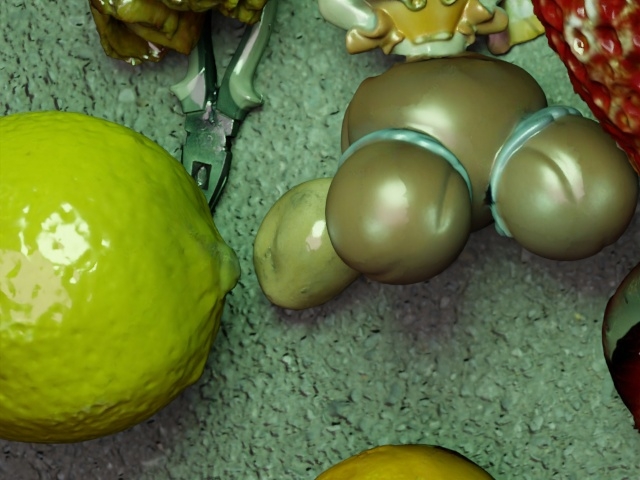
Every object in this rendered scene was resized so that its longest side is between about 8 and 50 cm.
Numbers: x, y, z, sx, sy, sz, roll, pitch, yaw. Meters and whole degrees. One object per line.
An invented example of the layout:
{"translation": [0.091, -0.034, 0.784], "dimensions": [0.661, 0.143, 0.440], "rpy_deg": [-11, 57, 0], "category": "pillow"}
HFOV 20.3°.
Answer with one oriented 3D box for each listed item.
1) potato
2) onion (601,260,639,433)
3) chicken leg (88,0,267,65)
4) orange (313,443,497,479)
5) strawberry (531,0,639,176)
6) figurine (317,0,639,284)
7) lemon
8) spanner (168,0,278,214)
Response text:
{"translation": [-0.001, 0.003, 1.683], "dimensions": [0.112, 0.112, 0.147], "rpy_deg": [46, 108, 10], "category": "potato"}
{"translation": [0.384, 0.096, 1.549], "dimensions": [0.272, 0.195, 0.272], "rpy_deg": [15, 119, 28], "category": "onion"}
{"translation": [-0.171, -0.313, 1.669], "dimensions": [0.409, 0.182, 0.295], "rpy_deg": [53, 143, 36], "category": "chicken leg"}
{"translation": [0.078, 0.304, 1.599], "dimensions": [0.246, 0.246, 0.246], "rpy_deg": [0, 91, 15], "category": "orange"}
{"translation": [0.323, -0.207, 1.435], "dimensions": [0.292, 0.292, 0.310], "rpy_deg": [-35, 82, 13], "category": "strawberry"}
{"translation": [0.114, -0.164, 1.592], "dimensions": [0.276, 0.248, 0.388], "rpy_deg": [-8, 91, -9], "category": "figurine"}
{"translation": [-0.253, 0.034, 1.645], "dimensions": [0.336, 0.336, 0.336], "rpy_deg": [0, 91, 15], "category": "lemon"}
{"translation": [-0.094, -0.174, 1.738], "dimensions": [0.095, 0.040, 0.325], "rpy_deg": [10, 92, 15], "category": "spanner"}
